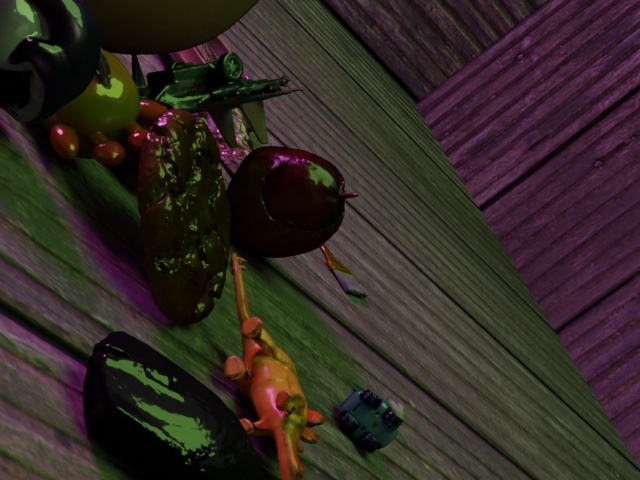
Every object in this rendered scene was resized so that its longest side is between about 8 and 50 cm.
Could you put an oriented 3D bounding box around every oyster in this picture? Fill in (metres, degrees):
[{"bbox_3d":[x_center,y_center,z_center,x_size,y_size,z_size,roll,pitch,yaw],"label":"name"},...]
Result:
[{"bbox_3d":[-0.098,-0.111,2.121,0.200,0.061,0.106,51,13,-7],"label":"oyster"}]

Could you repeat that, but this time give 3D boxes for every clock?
[{"bbox_3d":[-0.173,-0.260,2.289,0.244,0.056,0.244,52,12,-15],"label":"clock"}]

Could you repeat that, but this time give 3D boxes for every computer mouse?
[{"bbox_3d":[-0.108,0.160,1.247,0.217,0.073,0.122,46,14,-23],"label":"computer mouse"}]

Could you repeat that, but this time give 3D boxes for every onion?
[{"bbox_3d":[-0.189,-0.107,1.700,0.107,0.097,0.107,21,41,-19],"label":"onion"}]

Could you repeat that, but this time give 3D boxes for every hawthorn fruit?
[{"bbox_3d":[-0.034,-0.048,1.917,0.148,0.172,0.148,2,90,-74],"label":"hawthorn fruit"}]

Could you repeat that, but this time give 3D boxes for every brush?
[{"bbox_3d":[0.000,0.000,2.293,0.205,0.011,0.083,55,13,18],"label":"brush"}]

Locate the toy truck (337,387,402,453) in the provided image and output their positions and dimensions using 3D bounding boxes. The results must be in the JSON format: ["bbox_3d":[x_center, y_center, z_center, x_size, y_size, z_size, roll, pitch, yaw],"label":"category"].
[{"bbox_3d":[0.055,0.206,1.798,0.073,0.056,0.090,46,0,-3],"label":"toy truck"}]

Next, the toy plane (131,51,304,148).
[{"bbox_3d":[-0.171,-0.173,1.827,0.326,0.223,0.104,2,85,-52],"label":"toy plane"}]

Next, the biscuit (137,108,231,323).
[{"bbox_3d":[-0.132,-0.025,1.533,0.226,0.042,0.225,-3,90,-77],"label":"biscuit"}]

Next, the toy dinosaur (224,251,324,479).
[{"bbox_3d":[-0.050,0.142,1.540,0.117,0.070,0.288,57,11,-46],"label":"toy dinosaur"}]

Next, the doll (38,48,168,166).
[{"bbox_3d":[-0.244,-0.165,1.558,0.143,0.135,0.221,-19,66,-41],"label":"doll"}]

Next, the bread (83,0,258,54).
[{"bbox_3d":[-0.245,-0.376,1.785,0.348,0.253,0.376,1,34,-35],"label":"bread"}]

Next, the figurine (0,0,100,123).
[{"bbox_3d":[-0.306,-0.212,1.427,0.222,0.145,0.145,45,13,-15],"label":"figurine"}]
